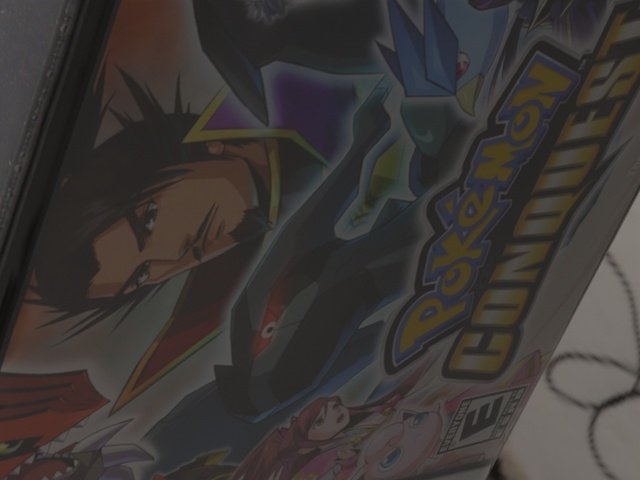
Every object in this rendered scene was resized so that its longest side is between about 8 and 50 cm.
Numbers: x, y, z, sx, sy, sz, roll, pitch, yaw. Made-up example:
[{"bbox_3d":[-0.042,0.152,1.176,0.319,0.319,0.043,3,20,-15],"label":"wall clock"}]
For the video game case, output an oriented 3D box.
[{"bbox_3d":[0.000,0.000,0.477,0.035,0.248,0.274,44,124,34],"label":"video game case"}]
